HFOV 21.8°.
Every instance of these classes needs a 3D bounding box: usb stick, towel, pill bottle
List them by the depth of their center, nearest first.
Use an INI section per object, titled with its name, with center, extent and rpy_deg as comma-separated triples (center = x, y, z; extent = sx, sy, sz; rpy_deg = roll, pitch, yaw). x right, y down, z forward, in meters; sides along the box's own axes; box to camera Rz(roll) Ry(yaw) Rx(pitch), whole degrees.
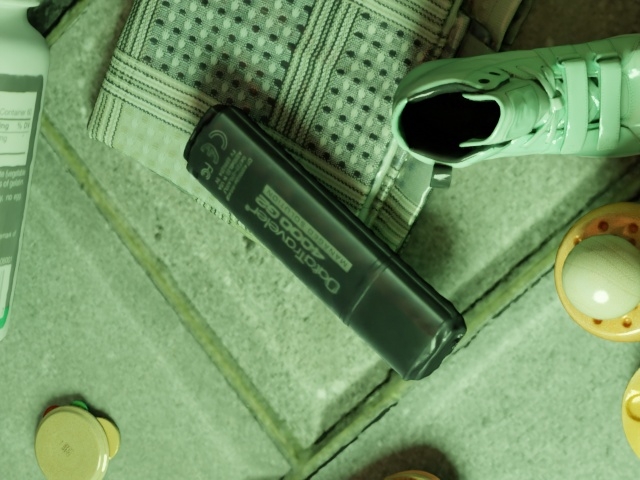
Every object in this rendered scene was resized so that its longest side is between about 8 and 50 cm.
[usb stick]
center = 0.000, 0.000, 1.325
extent = 0.278, 0.045, 0.077
rpy_deg = 43, 123, 16
[towel]
center = -0.021, -0.145, 1.363
extent = 0.324, 0.056, 0.312
rpy_deg = 32, 107, 19
[pill bottle]
center = -0.346, -0.098, 1.438
extent = 0.204, 0.204, 0.361
rpy_deg = 14, 100, 23

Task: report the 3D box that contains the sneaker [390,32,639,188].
[sneaker]
center = 0.174, -0.091, 1.204
extent = 0.255, 0.151, 0.094
rpy_deg = -4, 104, 12

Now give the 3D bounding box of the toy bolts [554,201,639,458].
[toy bolts]
center = 0.286, 0.072, 1.179
extent = 0.228, 0.158, 0.218
rpy_deg = -9, 91, 26

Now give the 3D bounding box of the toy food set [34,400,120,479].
[toy food set]
center = -0.224, 0.187, 1.506
extent = 0.082, 0.020, 0.083
rpy_deg = 31, 107, 20

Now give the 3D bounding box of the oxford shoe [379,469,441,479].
[oxford shoe]
center = -0.024, 0.326, 1.361
extent = 0.364, 0.132, 0.130
rpy_deg = -47, 75, 21
